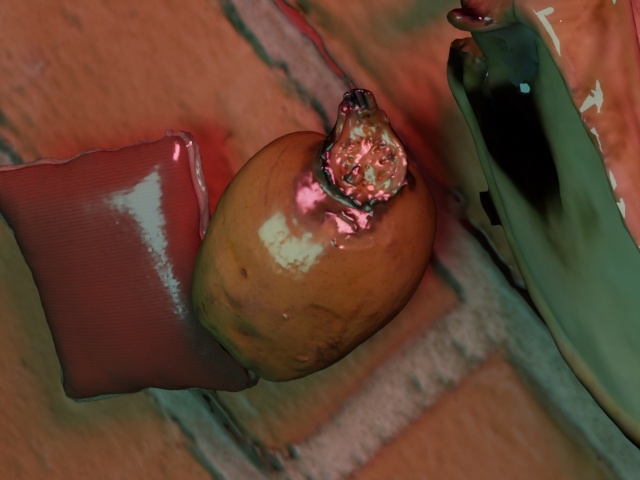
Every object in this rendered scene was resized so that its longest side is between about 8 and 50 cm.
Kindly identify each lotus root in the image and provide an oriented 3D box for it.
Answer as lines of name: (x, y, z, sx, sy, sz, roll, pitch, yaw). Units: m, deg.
lotus root: (0.000, 0.000, 1.079, 0.221, 0.125, 0.118, -54, 53, 42)

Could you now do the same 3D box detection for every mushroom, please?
mushroom: (0.186, -0.040, 0.937, 0.292, 0.212, 0.217, 52, 175, -10)

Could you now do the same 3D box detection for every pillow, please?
pillow: (-0.126, 0.020, 1.207, 0.171, 0.075, 0.179, -7, 108, 32)
